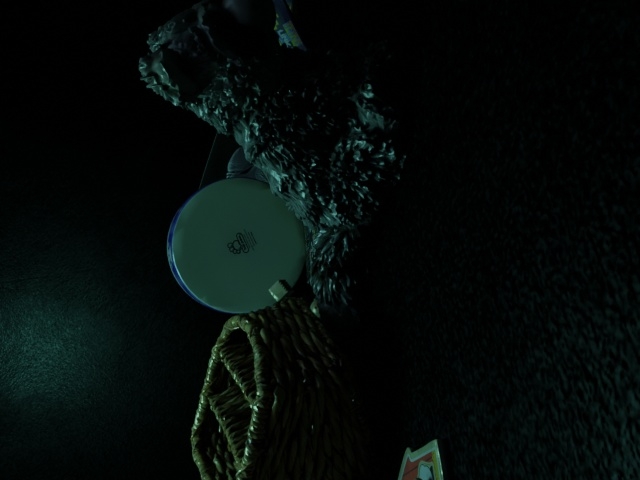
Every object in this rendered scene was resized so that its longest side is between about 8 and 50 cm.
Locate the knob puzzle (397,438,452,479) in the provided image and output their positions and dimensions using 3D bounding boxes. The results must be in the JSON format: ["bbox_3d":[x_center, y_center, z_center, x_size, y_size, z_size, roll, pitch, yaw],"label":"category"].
[{"bbox_3d":[0.098,0.312,0.749,0.213,0.030,0.213,180,90,-78],"label":"knob puzzle"}]

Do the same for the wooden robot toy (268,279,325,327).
[{"bbox_3d":[-0.009,0.120,1.209,0.079,0.076,0.173,-46,56,14],"label":"wooden robot toy"}]

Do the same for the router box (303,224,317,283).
[{"bbox_3d":[0.000,0.000,1.198,0.092,0.038,0.122,118,150,-66],"label":"router box"}]

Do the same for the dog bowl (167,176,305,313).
[{"bbox_3d":[-0.162,0.010,1.418,0.104,0.265,0.265,171,99,-75],"label":"dog bowl"}]

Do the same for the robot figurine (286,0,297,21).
[{"bbox_3d":[-0.117,-0.589,1.511,0.211,0.085,0.291,16,115,43],"label":"robot figurine"}]

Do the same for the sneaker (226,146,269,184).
[{"bbox_3d":[-0.151,-0.033,1.667,0.210,0.137,0.366,112,153,-53],"label":"sneaker"}]

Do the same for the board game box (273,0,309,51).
[{"bbox_3d":[-0.060,-0.368,1.283,0.170,0.048,0.141,59,-173,-36],"label":"board game box"}]

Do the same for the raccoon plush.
[{"bbox_3d":[-0.068,-0.082,0.895,0.216,0.299,0.446,-138,49,-74],"label":"raccoon plush"}]

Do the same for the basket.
[{"bbox_3d":[-0.086,0.213,0.991,0.299,0.223,0.213,-148,39,-70],"label":"basket"}]

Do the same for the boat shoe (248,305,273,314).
[{"bbox_3d":[-0.176,0.135,1.859,0.113,0.105,0.306,124,145,-69],"label":"boat shoe"}]

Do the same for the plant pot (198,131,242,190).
[{"bbox_3d":[-0.216,-0.149,1.852,0.187,0.167,0.188,152,134,-76],"label":"plant pot"}]
